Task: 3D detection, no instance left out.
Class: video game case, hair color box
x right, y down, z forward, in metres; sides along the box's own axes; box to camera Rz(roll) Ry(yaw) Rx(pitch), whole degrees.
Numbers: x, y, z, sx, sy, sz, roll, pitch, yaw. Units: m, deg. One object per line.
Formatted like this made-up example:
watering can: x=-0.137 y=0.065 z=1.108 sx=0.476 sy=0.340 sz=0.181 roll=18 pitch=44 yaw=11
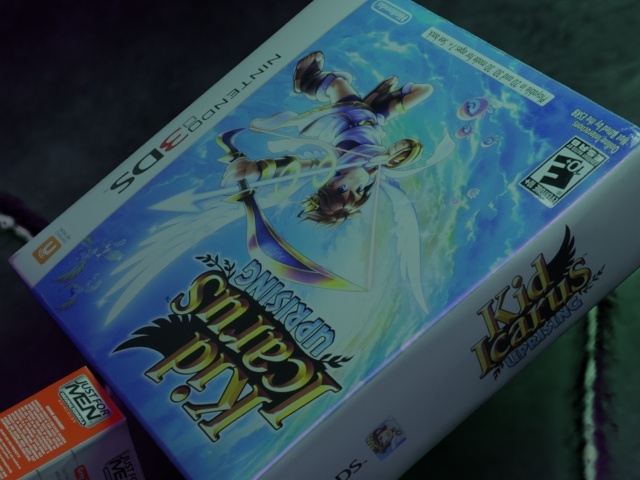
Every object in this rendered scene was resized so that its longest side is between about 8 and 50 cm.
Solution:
video game case: x=0.000 y=0.000 z=0.875 sx=0.244 sy=0.061 sz=0.269 roll=-42 pitch=36 yaw=-7
hair color box: x=-0.152 y=0.125 z=0.846 sx=0.141 sy=0.072 sz=0.043 roll=-28 pitch=49 yaw=-17
